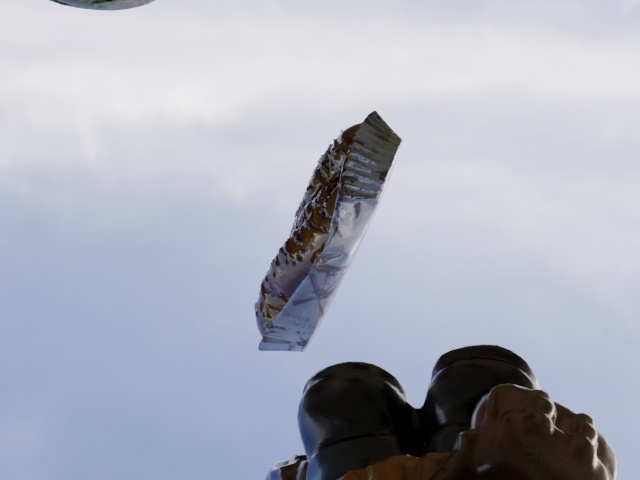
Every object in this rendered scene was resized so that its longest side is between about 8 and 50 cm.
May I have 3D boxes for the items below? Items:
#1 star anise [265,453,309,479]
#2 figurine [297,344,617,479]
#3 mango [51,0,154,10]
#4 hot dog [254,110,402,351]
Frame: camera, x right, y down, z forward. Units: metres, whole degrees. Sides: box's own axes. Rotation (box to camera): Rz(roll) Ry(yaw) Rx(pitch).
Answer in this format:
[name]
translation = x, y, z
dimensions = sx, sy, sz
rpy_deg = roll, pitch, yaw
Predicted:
[star anise]
translation = 0.029, 0.216, 1.096
dimensions = 0.236, 0.109, 0.223
rpy_deg = 31, -127, 18
[figurine]
translation = 0.050, 0.191, 0.781
dimensions = 0.185, 0.204, 0.332
rpy_deg = -11, -163, 11
[mango]
translation = -0.171, -0.230, 1.267
dimensions = 0.111, 0.233, 0.125
rpy_deg = 0, -111, 32
[hot dog]
translation = 0.000, 0.000, 1.299
dimensions = 0.053, 0.192, 0.099
rpy_deg = 28, -146, 2
